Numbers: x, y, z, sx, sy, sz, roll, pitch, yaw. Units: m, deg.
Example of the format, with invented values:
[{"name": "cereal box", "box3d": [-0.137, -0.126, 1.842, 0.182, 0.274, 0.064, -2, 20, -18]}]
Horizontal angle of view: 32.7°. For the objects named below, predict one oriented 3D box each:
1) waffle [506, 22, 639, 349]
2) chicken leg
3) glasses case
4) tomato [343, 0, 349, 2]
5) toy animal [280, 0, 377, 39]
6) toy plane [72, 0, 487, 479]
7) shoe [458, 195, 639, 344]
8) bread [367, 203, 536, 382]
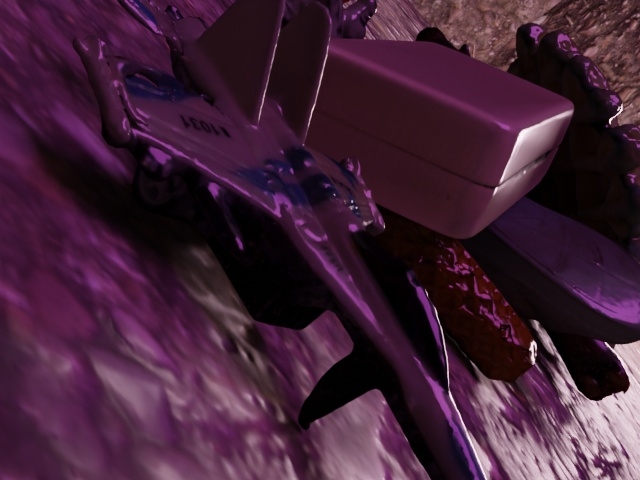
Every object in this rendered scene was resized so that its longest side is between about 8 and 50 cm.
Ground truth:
[{"name": "waffle", "box3d": [0.242, -0.042, 1.075, 0.292, 0.056, 0.309, -113, -162, -45]}, {"name": "chicken leg", "box3d": [0.159, -0.033, 1.007, 0.158, 0.096, 0.407, 13, 47, -53]}, {"name": "glasses case", "box3d": [0.089, -0.084, 0.778, 0.144, 0.076, 0.336, 26, 17, 14]}, {"name": "tomato", "box3d": [-0.020, -0.297, 1.024, 0.091, 0.139, 0.159, -19, 113, -48]}, {"name": "toy animal", "box3d": [-0.002, -0.199, 0.933, 0.217, 0.073, 0.176, -73, 161, -56]}, {"name": "toy plane", "box3d": [-0.009, 0.006, 0.423, 0.192, 0.088, 0.262, 19, 45, -56]}, {"name": "shoe", "box3d": [0.143, 0.018, 0.849, 0.251, 0.100, 0.103, 39, 35, 28]}, {"name": "bread", "box3d": [0.088, 0.031, 0.725, 0.157, 0.044, 0.052, 50, 19, -9]}]
